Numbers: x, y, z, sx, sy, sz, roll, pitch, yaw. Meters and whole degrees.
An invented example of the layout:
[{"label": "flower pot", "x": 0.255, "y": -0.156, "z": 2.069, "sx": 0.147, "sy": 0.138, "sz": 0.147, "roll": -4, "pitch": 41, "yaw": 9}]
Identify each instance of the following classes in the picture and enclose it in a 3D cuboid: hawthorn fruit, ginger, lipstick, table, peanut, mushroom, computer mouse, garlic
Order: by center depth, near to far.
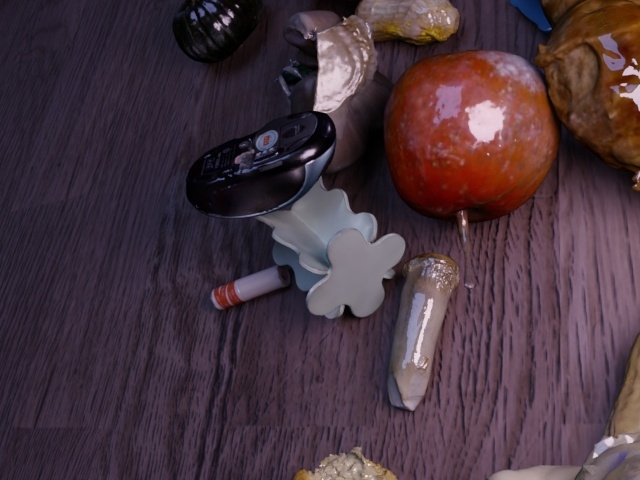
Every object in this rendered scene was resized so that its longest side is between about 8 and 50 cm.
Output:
[{"label": "peanut", "x": 0.364, "y": 0.157, "z": 0.810, "sx": 0.099, "sy": 0.090, "sz": 0.214, "roll": 4, "pitch": 66, "yaw": 50}, {"label": "ginger", "x": 0.394, "y": -0.210, "z": 0.933, "sx": 0.152, "sy": 0.274, "sz": 0.357, "roll": 133, "pitch": 149, "yaw": -52}, {"label": "mushroom", "x": 0.127, "y": 0.118, "z": 1.022, "sx": 0.084, "sy": 0.071, "sz": 0.209, "roll": 1, "pitch": 67, "yaw": 42}, {"label": "hawthorn fruit", "x": 0.182, "y": -0.130, "z": 1.023, "sx": 0.263, "sy": 0.231, "sz": 0.235, "roll": -48, "pitch": 8, "yaw": 8}, {"label": "computer mouse", "x": -0.077, "y": -0.099, "z": 1.093, "sx": 0.233, "sy": 0.096, "sz": 0.137, "roll": -19, "pitch": 28, "yaw": 17}, {"label": "table", "x": 0.000, "y": 0.000, "z": 1.119, "sx": 0.166, "sy": 0.166, "sz": 0.198, "roll": -48, "pitch": 45, "yaw": 1}, {"label": "garlic", "x": 0.005, "y": -0.240, "z": 1.222, "sx": 0.210, "sy": 0.237, "sz": 0.292, "roll": -43, "pitch": 7, "yaw": -6}, {"label": "lipstick", "x": -0.112, "y": 0.075, "z": 1.232, "sx": 0.131, "sy": 0.038, "sz": 0.038, "roll": -21, "pitch": 53, "yaw": 24}, {"label": "peanut", "x": 0.141, "y": -0.374, "z": 1.294, "sx": 0.207, "sy": 0.087, "sz": 0.087, "roll": 17, "pitch": 74, "yaw": 41}]

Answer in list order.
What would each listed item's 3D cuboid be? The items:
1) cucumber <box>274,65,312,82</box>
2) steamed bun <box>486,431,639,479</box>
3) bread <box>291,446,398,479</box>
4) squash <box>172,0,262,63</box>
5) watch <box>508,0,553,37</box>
[{"label": "cucumber", "x": -0.020, "y": -0.316, "z": 1.407, "sx": 0.155, "sy": 0.037, "sz": 0.037, "roll": -9, "pitch": 58, "yaw": 30}, {"label": "steamed bun", "x": 0.298, "y": 0.327, "z": 0.658, "sx": 0.339, "sy": 0.247, "sz": 0.352, "roll": -11, "pitch": 81, "yaw": 43}, {"label": "bread", "x": 0.067, "y": 0.325, "z": 0.819, "sx": 0.121, "sy": 0.245, "sz": 0.174, "roll": -46, "pitch": 47, "yaw": -11}, {"label": "squash", "x": -0.206, "y": -0.447, "z": 1.543, "sx": 0.193, "sy": 0.155, "sz": 0.193, "roll": -15, "pitch": 34, "yaw": 10}, {"label": "watch", "x": 0.350, "y": -0.421, "z": 1.103, "sx": 0.211, "sy": 0.193, "sz": 0.210, "roll": -18, "pitch": 52, "yaw": 25}]
